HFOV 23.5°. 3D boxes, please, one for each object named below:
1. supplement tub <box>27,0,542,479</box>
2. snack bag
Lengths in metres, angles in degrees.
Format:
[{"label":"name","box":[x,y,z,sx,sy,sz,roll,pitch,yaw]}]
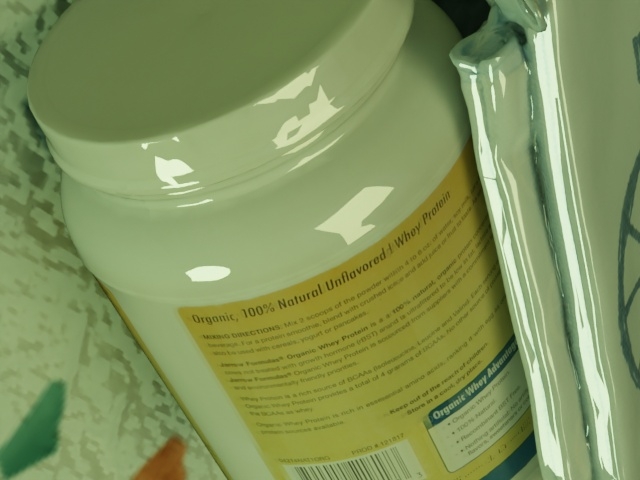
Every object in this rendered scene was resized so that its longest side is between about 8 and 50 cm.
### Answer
[{"label":"supplement tub","box":[0.000,0.000,0.530,0.144,0.144,0.200,-41,130,-18]},{"label":"snack bag","box":[0.121,-0.123,0.554,0.323,0.037,0.343,-47,132,-49]}]
